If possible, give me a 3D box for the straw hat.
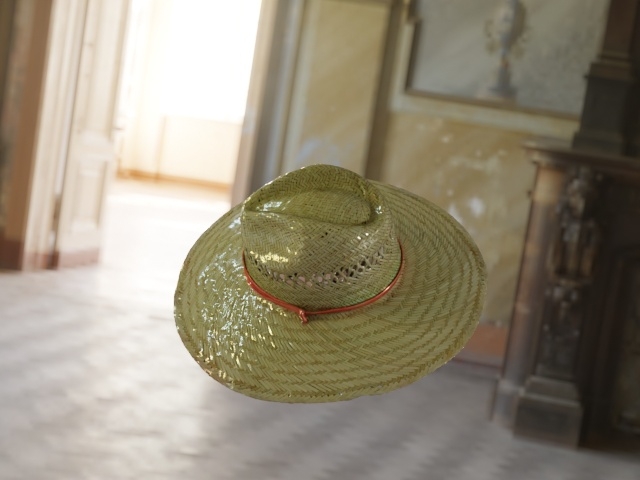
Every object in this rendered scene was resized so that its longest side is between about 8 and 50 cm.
[{"bbox_3d":[0.000,0.000,0.614,0.144,0.061,0.144,-5,48,6],"label":"straw hat"}]
